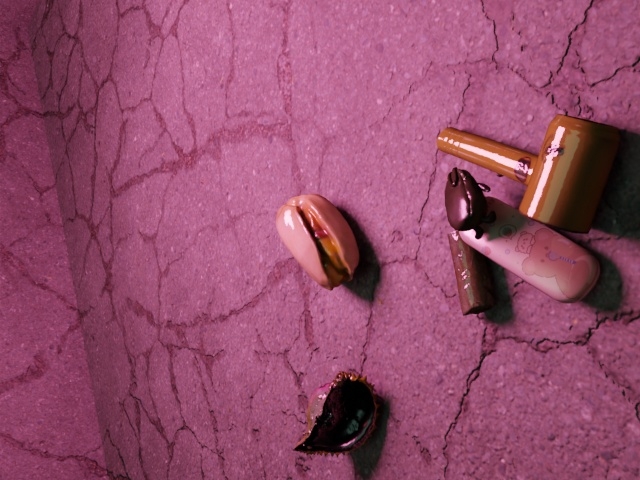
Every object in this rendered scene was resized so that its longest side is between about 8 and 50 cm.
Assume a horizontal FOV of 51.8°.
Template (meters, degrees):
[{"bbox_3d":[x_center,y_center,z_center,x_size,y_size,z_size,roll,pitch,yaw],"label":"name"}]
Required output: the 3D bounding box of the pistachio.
[{"bbox_3d":[0.000,0.000,1.205,0.200,0.117,0.145,51,167,26],"label":"pistachio"}]

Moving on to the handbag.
[{"bbox_3d":[0.201,-0.060,0.914,0.072,0.047,0.111,120,151,-41],"label":"handbag"}]

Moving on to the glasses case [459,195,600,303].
[{"bbox_3d":[0.278,0.009,0.894,0.204,0.051,0.081,36,98,37],"label":"glasses case"}]

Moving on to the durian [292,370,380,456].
[{"bbox_3d":[0.041,0.304,1.196,0.108,0.119,0.186,-93,29,-73],"label":"durian"}]

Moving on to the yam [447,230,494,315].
[{"bbox_3d":[0.223,0.043,0.977,0.054,0.054,0.132,-21,75,49],"label":"yam"}]

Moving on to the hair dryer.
[{"bbox_3d":[0.265,-0.120,0.903,0.279,0.090,0.135,35,118,51],"label":"hair dryer"}]
